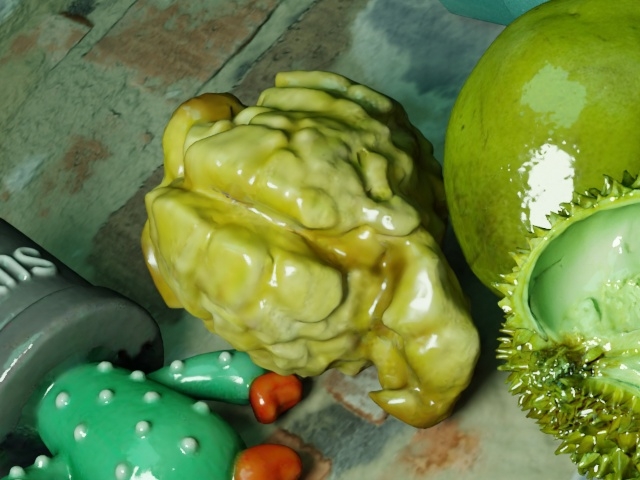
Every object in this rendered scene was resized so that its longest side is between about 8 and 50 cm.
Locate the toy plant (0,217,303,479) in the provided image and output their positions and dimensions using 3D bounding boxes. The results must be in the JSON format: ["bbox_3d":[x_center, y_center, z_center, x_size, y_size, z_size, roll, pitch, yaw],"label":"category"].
[{"bbox_3d":[-0.194,0.138,1.460,0.400,0.279,0.185,36,119,32],"label":"toy plant"}]

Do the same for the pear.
[{"bbox_3d":[0.199,-0.068,1.346,0.212,0.212,0.269,11,72,43],"label":"pear"}]

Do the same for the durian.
[{"bbox_3d":[0.228,0.072,1.183,0.237,0.176,0.200,32,68,11],"label":"durian"}]

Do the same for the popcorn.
[{"bbox_3d":[0.000,0.000,1.397,0.225,0.265,0.332,-52,55,15],"label":"popcorn"}]

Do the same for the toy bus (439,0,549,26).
[{"bbox_3d":[0.203,-0.256,1.597,0.147,0.128,0.256,-51,38,-13],"label":"toy bus"}]
